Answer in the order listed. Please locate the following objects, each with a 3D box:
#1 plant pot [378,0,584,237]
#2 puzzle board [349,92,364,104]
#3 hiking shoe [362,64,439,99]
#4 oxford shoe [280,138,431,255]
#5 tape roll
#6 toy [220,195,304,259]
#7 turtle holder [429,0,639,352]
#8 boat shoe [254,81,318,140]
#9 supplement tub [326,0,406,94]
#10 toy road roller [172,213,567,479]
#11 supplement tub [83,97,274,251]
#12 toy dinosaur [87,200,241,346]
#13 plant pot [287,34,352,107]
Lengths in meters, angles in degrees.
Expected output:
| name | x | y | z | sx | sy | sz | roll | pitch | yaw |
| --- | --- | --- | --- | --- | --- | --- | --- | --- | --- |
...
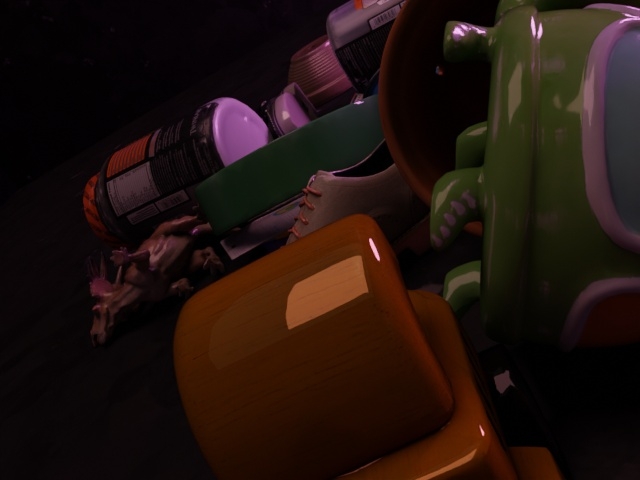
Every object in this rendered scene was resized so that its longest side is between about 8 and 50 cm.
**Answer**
| name | x | y | z | sx | sy | sz | roll | pitch | yaw |
| --- | --- | --- | --- | --- | --- | --- | --- | --- | --- |
| plant pot | 0.218 | -0.160 | 0.752 | 0.291 | 0.291 | 0.203 | -25 | 8 | 19 |
| puzzle board | 0.099 | -0.251 | 1.359 | 0.096 | 0.011 | 0.128 | 3 | 33 | 14 |
| hiking shoe | 0.172 | -0.245 | 1.168 | 0.304 | 0.113 | 0.132 | -10 | 33 | 46 |
| oxford shoe | 0.000 | 0.000 | 0.849 | 0.397 | 0.146 | 0.140 | -40 | 24 | -15 |
| tape roll | -0.025 | -0.110 | 1.067 | 0.321 | 0.077 | 0.321 | -27 | 2 | 1 |
| toy | -0.022 | -0.026 | 1.052 | 0.237 | 0.056 | 0.137 | -32 | 15 | -7 |
| turtle holder | 0.214 | -0.069 | 0.565 | 0.227 | 0.243 | 0.320 | 3 | 46 | 15 |
| boat shoe | -0.090 | -0.216 | 1.476 | 0.158 | 0.127 | 0.340 | -35 | 14 | 12 |
| supplement tub | 0.187 | -0.424 | 1.410 | 0.316 | 0.193 | 0.193 | -24 | 24 | 21 |
| toy road roller | 0.023 | 0.139 | 0.409 | 0.202 | 0.241 | 0.329 | -28 | 23 | 13 |
| supplement tub | -0.256 | -0.106 | 1.334 | 0.338 | 0.207 | 0.207 | -20 | 26 | 29 |
| toy dinosaur | -0.264 | 0.032 | 1.184 | 0.295 | 0.127 | 0.200 | -40 | 16 | -31 |
| plant pot | 0.006 | -0.417 | 1.750 | 0.237 | 0.110 | 0.237 | -28 | 24 | 13 |
